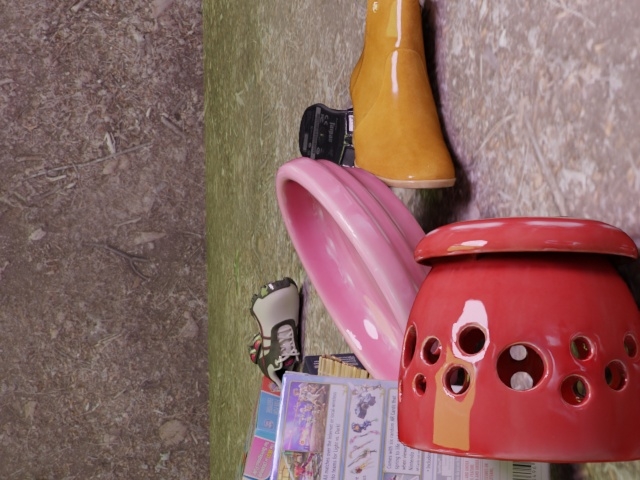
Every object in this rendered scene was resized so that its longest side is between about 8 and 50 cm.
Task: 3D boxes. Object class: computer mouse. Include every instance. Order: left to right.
[{"bbox_3d":[0.043,-0.116,1.293,0.262,0.060,0.183,13,100,62],"label":"computer mouse"}]

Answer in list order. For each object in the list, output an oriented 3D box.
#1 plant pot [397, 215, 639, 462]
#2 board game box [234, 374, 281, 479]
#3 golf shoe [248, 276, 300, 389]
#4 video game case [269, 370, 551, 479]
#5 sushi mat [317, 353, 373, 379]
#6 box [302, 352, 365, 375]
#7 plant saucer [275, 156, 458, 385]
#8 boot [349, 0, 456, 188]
[{"bbox_3d":[0.153,0.074,0.657,0.191,0.191,0.174,159,112,-74],"label":"plant pot"},{"bbox_3d":[-0.130,0.469,1.745,0.242,0.064,0.316,-91,16,-74],"label":"board game box"},{"bbox_3d":[-0.075,0.184,1.716,0.120,0.105,0.272,55,153,36],"label":"golf shoe"},{"bbox_3d":[0.074,0.258,0.749,0.061,0.245,0.269,81,-166,-61],"label":"video game case"},{"bbox_3d":[0.052,0.307,1.190,0.019,0.152,0.316,-36,-40,-51],"label":"sushi mat"},{"bbox_3d":[0.027,0.282,1.316,0.158,0.093,0.155,-115,26,-57],"label":"box"},{"bbox_3d":[0.063,0.043,0.990,0.332,0.084,0.332,56,167,19],"label":"plant saucer"},{"bbox_3d":[0.092,-0.189,1.014,0.295,0.104,0.211,-120,32,-66],"label":"boot"}]
